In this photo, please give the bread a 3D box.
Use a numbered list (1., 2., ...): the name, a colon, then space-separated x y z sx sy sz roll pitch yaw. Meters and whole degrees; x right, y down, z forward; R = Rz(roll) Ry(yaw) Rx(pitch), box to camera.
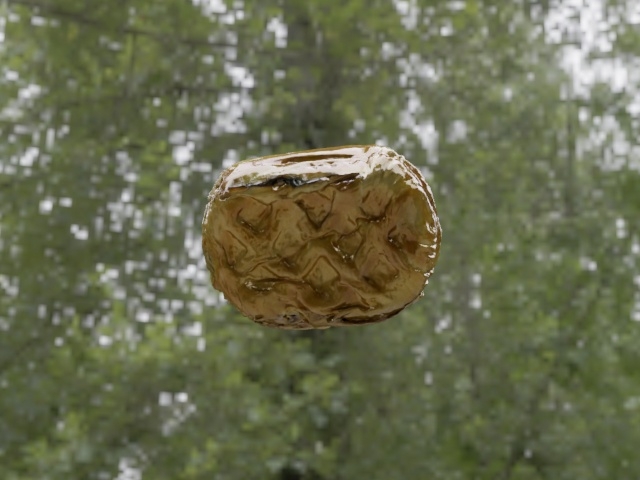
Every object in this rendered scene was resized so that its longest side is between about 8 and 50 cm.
1. bread: 0.000 0.000 0.759 0.111 0.083 0.044 -5 6 8
